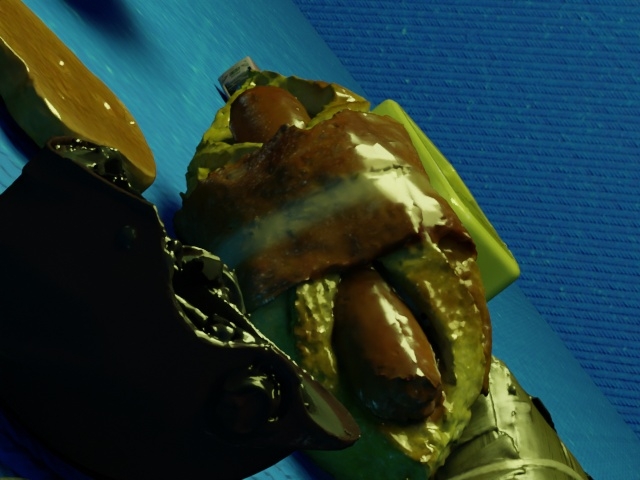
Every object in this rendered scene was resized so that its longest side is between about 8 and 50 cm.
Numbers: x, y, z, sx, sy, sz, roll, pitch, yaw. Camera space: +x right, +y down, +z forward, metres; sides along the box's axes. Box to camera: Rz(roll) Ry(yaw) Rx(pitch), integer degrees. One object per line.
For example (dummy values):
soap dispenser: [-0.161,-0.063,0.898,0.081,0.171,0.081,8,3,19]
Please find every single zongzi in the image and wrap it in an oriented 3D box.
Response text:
zongzi: [0.106,0.169,0.675,0.189,0.081,0.178,50,20,-37]

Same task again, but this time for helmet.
helmet: [-0.052,0.032,0.404,0.123,0.070,0.098,51,-1,-22]

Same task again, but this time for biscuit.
biscuit: [-0.123,-0.067,0.626,0.140,0.023,0.118,47,9,-28]

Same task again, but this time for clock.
clock: [0.095,-0.028,1.368,0.143,0.096,0.202,47,10,-39]

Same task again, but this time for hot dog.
hot dog: [0.002,-0.005,0.664,0.261,0.123,0.093,58,-12,38]

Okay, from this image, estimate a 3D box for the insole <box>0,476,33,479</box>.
insole: [-0.035,0.101,0.414,0.065,0.006,0.193,56,10,29]

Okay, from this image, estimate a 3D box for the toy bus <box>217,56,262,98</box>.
toy bus: [-0.033,-0.096,1.191,0.131,0.037,0.052,44,15,-45]
